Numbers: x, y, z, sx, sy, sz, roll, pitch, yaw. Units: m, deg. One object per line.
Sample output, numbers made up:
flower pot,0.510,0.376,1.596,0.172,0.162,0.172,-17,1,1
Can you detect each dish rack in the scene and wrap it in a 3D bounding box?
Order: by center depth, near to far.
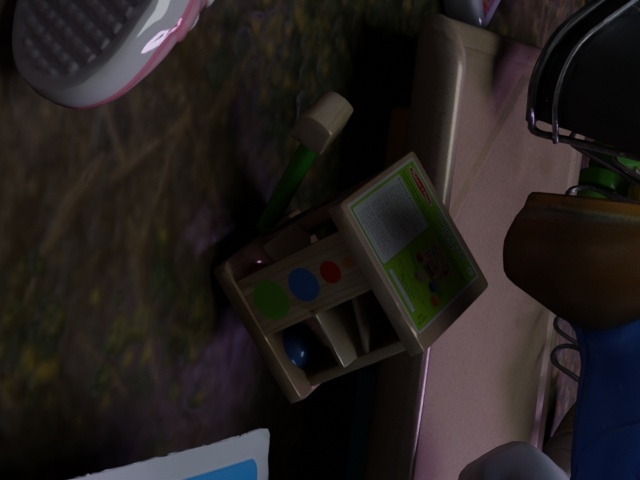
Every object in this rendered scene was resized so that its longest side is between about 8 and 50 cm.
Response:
dish rack,0.182,-0.012,0.676,0.208,0.074,0.272,-35,140,-32

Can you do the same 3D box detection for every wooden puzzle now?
wooden puzzle,0.065,0.022,0.623,0.238,0.044,0.221,-4,102,-68

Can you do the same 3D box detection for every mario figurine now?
mario figurine,0.060,0.146,0.450,0.198,0.170,0.321,9,84,-46

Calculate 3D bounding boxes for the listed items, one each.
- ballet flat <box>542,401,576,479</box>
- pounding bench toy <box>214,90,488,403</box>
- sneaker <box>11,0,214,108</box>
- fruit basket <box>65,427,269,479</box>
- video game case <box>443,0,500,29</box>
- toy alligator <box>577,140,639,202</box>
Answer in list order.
ballet flat,0.135,0.159,0.786,0.052,0.057,0.168,36,66,-50
pounding bench toy,0.000,0.000,0.464,0.083,0.065,0.052,60,37,-6
sneaker,-0.030,-0.080,0.381,0.070,0.051,0.134,51,49,-50
fruit basket,-0.077,0.232,0.276,0.327,0.165,0.353,1,94,-63
video game case,0.071,-0.189,0.581,0.143,0.019,0.157,-61,148,-33
toy alligator,0.162,-0.031,0.784,0.051,0.056,0.190,24,73,-21
